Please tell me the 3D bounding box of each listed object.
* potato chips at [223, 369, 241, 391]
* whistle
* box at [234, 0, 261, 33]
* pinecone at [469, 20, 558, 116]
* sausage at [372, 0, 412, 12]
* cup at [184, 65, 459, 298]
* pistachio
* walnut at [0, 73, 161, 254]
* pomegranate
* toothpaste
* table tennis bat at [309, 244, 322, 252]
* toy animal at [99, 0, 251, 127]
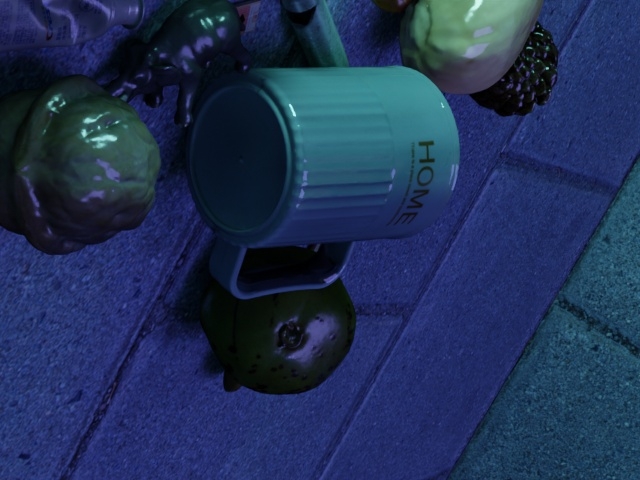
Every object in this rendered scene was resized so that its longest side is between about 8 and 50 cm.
[{"bbox_3d":[-0.102,0.176,2.256,0.208,0.062,0.195,-45,-174,-13],"label":"potato chips"},{"bbox_3d":[-0.009,-0.305,1.871,0.062,0.062,0.312,-51,156,-10],"label":"whistle"},{"bbox_3d":[-0.114,-0.296,1.745,0.083,0.012,0.046,-27,142,-47],"label":"box"},{"bbox_3d":[0.341,-0.315,2.354,0.204,0.179,0.184,5,84,-78],"label":"pinecone"},{"bbox_3d":[0.162,-0.443,1.969,0.302,0.103,0.076,-46,119,-28],"label":"sausage"},{"bbox_3d":[-0.022,-0.102,1.849,0.311,0.257,0.331,-5,153,-45],"label":"cup"},{"bbox_3d":[0.250,-0.367,2.095,0.318,0.214,0.193,-43,-164,-28],"label":"pistachio"},{"bbox_3d":[-0.288,-0.085,1.457,0.224,0.224,0.224,-42,152,-28],"label":"walnut"},{"bbox_3d":[-0.071,0.115,2.077,0.254,0.254,0.270,-62,-163,14],"label":"pomegranate"},{"bbox_3d":[-0.310,-0.247,1.409,0.266,0.061,0.096,-16,136,-45],"label":"toothpaste"},{"bbox_3d":[0.000,0.000,2.321,0.098,0.019,0.154,-55,159,-3],"label":"table tennis bat"},{"bbox_3d":[-0.194,-0.211,1.627,0.269,0.082,0.137,-38,147,-27],"label":"toy animal"}]
